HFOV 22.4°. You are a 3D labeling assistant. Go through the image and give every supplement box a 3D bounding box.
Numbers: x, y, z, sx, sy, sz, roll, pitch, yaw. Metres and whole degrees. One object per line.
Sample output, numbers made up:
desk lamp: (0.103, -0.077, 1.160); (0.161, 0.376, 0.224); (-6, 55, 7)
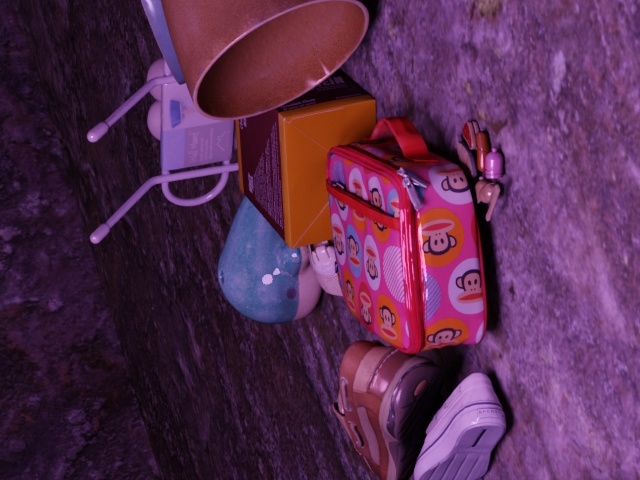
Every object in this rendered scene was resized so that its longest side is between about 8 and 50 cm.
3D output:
supplement box: (-0.022, -0.126, 2.162); (0.194, 0.129, 0.191); (-133, 35, -55)

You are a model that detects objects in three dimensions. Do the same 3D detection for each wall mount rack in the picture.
wall mount rack: (-0.216, -0.141, 2.433); (0.350, 0.304, 0.130); (96, 155, -43)

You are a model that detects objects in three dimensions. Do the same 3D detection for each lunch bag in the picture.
lunch bag: (0.097, -0.017, 1.917); (0.293, 0.120, 0.258); (-147, 50, -70)

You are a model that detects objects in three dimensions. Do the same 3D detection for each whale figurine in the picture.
whale figurine: (-0.088, -0.005, 2.410); (0.216, 0.141, 0.272); (-139, 41, -60)

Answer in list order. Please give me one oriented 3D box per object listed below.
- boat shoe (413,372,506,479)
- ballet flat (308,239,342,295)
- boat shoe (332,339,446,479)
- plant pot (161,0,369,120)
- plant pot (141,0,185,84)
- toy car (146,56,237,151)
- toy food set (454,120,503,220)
boat shoe: (0.172, 0.233, 1.958); (0.226, 0.083, 0.075); (122, 150, -55)
ballet flat: (0.000, 0.000, 2.281); (0.052, 0.057, 0.168); (12, -119, -71)
boat shoe: (0.082, 0.207, 2.006); (0.120, 0.122, 0.324); (31, 156, 18)
plant pot: (-0.104, -0.316, 1.975); (0.254, 0.237, 0.237); (60, 156, 19)
plant pot: (-0.147, -0.380, 2.198); (0.290, 0.195, 0.290); (-19, -90, -89)
toy car: (-0.187, -0.234, 2.583); (0.136, 0.159, 0.182); (-69, -12, -46)
toy food set: (0.181, -0.085, 1.789); (0.078, 0.019, 0.122); (103, 156, -51)
